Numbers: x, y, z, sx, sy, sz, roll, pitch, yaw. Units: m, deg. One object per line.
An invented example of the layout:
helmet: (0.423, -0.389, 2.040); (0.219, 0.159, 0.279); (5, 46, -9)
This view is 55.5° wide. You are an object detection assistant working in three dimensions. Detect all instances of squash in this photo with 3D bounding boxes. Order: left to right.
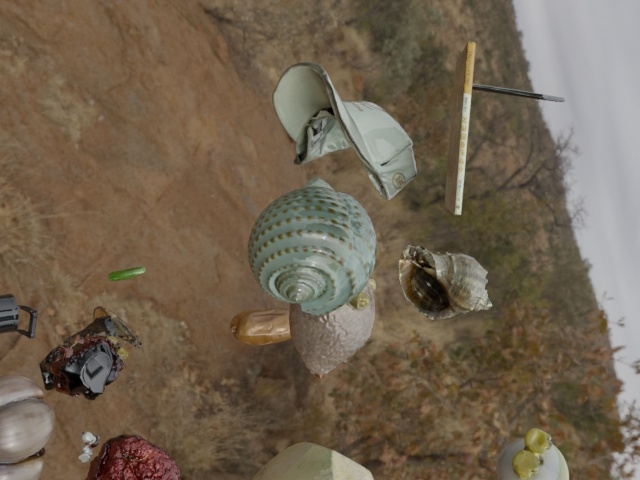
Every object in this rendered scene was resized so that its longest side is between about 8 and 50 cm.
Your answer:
squash: (-0.451, 0.078, 1.417); (0.027, 0.089, 0.027); (-13, 90, -89)

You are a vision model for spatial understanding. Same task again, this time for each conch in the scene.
conch: (0.008, 0.001, 1.318); (0.303, 0.215, 0.319); (31, 67, -24)
conch: (0.368, 0.112, 1.778); (0.291, 0.210, 0.159); (42, 46, 11)

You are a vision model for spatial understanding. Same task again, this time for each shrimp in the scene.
shrimp: (-0.709, 0.323, 2.123); (0.052, 0.251, 0.144); (-25, 137, -44)

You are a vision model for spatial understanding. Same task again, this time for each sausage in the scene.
sausage: (-0.187, 0.292, 2.064); (0.136, 0.241, 0.120); (150, -65, -71)

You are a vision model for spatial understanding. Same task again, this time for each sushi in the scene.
sushi: (-0.522, 0.277, 1.367); (0.172, 0.150, 0.153); (-16, 104, -35)

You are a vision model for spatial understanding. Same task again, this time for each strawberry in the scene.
strawberry: (-0.553, 0.685, 1.791); (0.274, 0.274, 0.220); (-46, 144, -68)

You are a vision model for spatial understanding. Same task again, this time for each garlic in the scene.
garlic: (-0.606, 0.375, 1.186); (0.191, 0.160, 0.214); (-11, 54, -47)

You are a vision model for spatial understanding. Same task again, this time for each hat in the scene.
hat: (0.048, -0.229, 1.151); (0.168, 0.258, 0.301); (-52, 140, -16)

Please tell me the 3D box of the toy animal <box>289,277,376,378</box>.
toy animal: (0.031, 0.195, 1.620); (0.188, 0.226, 0.358); (-57, 151, -77)

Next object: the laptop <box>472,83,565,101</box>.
laptop: (0.430, -0.325, 1.340); (0.129, 0.180, 0.016); (-10, 113, -47)

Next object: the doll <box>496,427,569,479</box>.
doll: (0.412, 0.468, 1.122); (0.141, 0.117, 0.296); (-52, 122, -34)

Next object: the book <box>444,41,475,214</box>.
book: (0.260, -0.202, 1.143); (0.208, 0.020, 0.295); (-45, 138, -80)

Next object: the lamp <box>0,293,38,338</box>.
lamp: (-0.838, 0.183, 1.481); (0.227, 0.172, 0.147); (-5, 119, -46)

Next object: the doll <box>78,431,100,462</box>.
doll: (-0.610, 0.544, 1.606); (0.058, 0.040, 0.085); (58, 7, -47)

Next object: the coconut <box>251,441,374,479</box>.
coconut: (-0.012, 0.358, 0.701); (0.237, 0.197, 0.237); (54, 15, -22)
